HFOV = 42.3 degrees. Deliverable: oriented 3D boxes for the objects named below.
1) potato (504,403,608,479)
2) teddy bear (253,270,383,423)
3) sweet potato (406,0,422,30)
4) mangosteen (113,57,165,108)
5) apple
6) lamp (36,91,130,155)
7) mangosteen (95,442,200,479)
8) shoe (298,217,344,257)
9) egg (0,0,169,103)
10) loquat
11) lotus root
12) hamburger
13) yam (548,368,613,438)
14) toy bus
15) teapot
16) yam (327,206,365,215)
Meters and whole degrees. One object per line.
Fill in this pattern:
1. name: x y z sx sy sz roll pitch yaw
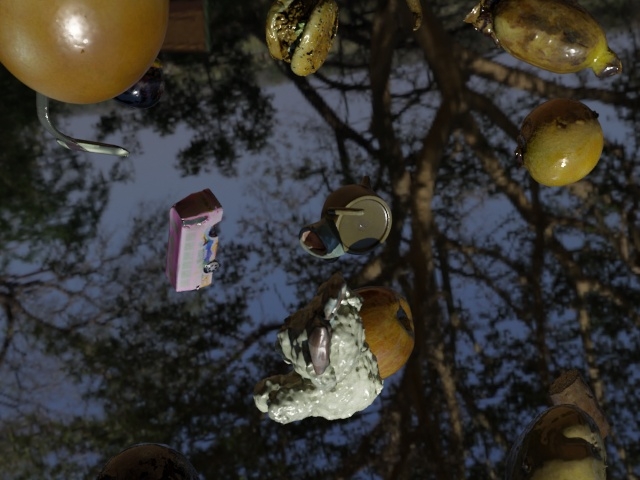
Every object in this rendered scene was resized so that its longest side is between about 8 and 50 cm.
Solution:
1. potato: 0.389 0.406 1.410 0.141 0.296 0.192 1 -135 -4
2. teddy bear: -0.042 0.207 1.673 0.375 0.362 0.327 5 -120 39
3. sweet potato: 0.261 -0.656 2.309 0.041 0.153 0.038 -4 170 -27
4. mangosteen: -0.424 -0.379 1.902 0.137 0.151 0.137 14 -166 -3
5. apple: 0.140 0.247 2.260 0.264 0.264 0.264 -11 -167 2
6. lamp: -0.541 -0.305 1.864 0.203 0.283 0.124 10 -148 13
7. mangosteen: -0.439 0.649 2.087 0.288 0.288 0.288 -11 -167 2
8. shoe: 0.000 0.000 2.041 0.100 0.103 0.251 -22 175 1
9. egg: -0.367 -0.374 1.214 0.282 0.351 0.282 -7 -147 4
10. loquat: 0.636 -0.261 2.223 0.244 0.244 0.244 -11 -167 2
11. lotus root: 0.437 -0.403 1.587 0.314 0.141 0.169 27 -168 7
12. hamburger: -0.028 -0.418 1.612 0.113 0.185 0.177 35 -147 11
13. yam: 0.486 0.317 1.556 0.084 0.127 0.084 -34 -174 4
14. toy bus: -0.302 0.006 1.978 0.112 0.274 0.090 -18 -127 -29
15. teapot: 0.078 -0.059 2.327 0.185 0.268 0.175 29 -173 -31
16. yam: 0.066 -0.075 2.121 0.116 0.021 0.021 5 -160 41
